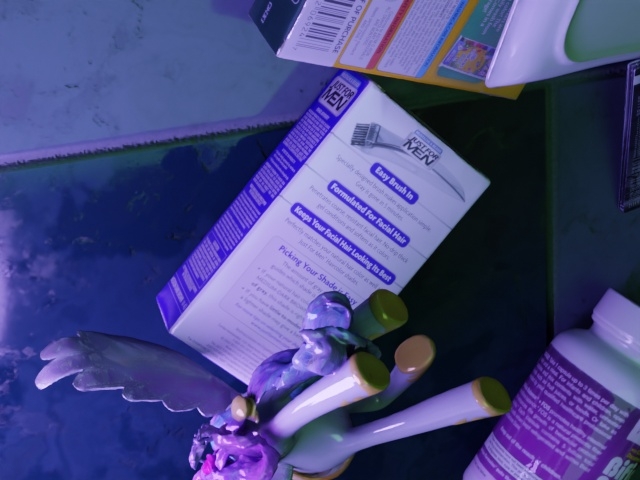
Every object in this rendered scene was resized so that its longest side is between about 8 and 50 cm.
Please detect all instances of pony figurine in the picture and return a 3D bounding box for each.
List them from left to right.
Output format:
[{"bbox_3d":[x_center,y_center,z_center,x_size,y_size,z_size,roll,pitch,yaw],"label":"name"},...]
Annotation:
[{"bbox_3d":[-0.053,0.190,1.182,0.363,0.303,0.351,-38,145,30],"label":"pony figurine"}]

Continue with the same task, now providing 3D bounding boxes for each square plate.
[{"bbox_3d":[0.346,-0.315,1.236,0.344,0.049,0.347,-15,137,-38],"label":"square plate"}]

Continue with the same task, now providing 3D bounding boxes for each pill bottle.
[{"bbox_3d":[0.318,0.214,1.475,0.169,0.169,0.301,29,99,-24],"label":"pill bottle"}]

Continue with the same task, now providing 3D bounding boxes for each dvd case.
[{"bbox_3d":[0.426,-0.141,1.426,0.164,0.018,0.221,-20,136,-10],"label":"dvd case"}]

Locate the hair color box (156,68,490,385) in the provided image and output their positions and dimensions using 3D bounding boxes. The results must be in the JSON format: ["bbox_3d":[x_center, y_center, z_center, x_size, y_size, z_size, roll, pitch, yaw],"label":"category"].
[{"bbox_3d":[0.000,0.000,1.332,0.185,0.110,0.339,37,97,-24],"label":"hair color box"}]

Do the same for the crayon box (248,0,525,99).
[{"bbox_3d":[0.113,-0.262,1.226,0.323,0.083,0.203,5,129,-36],"label":"crayon box"}]
